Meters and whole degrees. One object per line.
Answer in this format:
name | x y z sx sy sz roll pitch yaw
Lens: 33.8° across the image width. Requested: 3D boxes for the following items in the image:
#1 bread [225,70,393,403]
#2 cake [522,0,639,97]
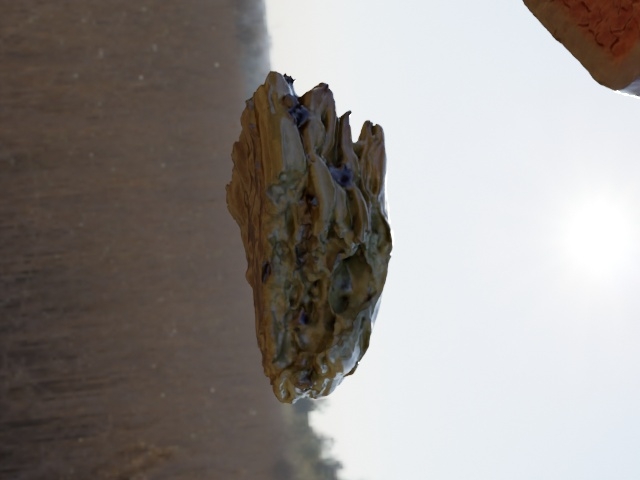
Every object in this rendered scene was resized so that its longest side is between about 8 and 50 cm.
bread | 0.000 0.000 1.384 0.314 0.192 0.369 112 -30 -59
cake | 0.415 -0.314 1.240 0.308 0.230 0.237 -112 -144 -46
